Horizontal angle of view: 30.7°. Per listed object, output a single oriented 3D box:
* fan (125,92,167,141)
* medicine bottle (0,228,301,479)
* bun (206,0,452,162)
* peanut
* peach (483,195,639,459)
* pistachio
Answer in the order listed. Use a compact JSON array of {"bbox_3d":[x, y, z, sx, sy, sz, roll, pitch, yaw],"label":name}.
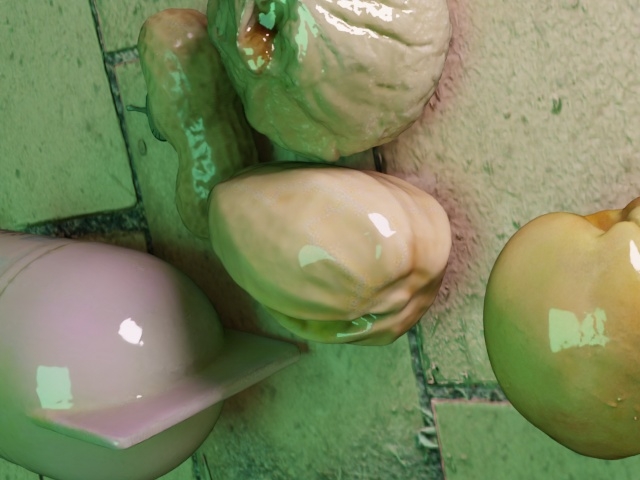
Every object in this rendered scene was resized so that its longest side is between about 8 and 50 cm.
[{"bbox_3d":[-0.168,-0.128,1.169,0.083,0.004,0.056,13,113,40],"label":"fan"},{"bbox_3d":[-0.236,0.118,1.152,0.406,0.236,0.236,6,108,42],"label":"medicine bottle"},{"bbox_3d":[-0.009,-0.167,0.913,0.220,0.134,0.220,10,104,41],"label":"bun"},{"bbox_3d":[-0.107,-0.100,1.066,0.104,0.085,0.228,-4,103,53],"label":"peanut"},{"bbox_3d":[0.198,0.059,0.767,0.184,0.184,0.184,16,114,39],"label":"peach"},{"bbox_3d":[0.000,0.000,0.960,0.229,0.157,0.157,20,117,41],"label":"pistachio"}]
